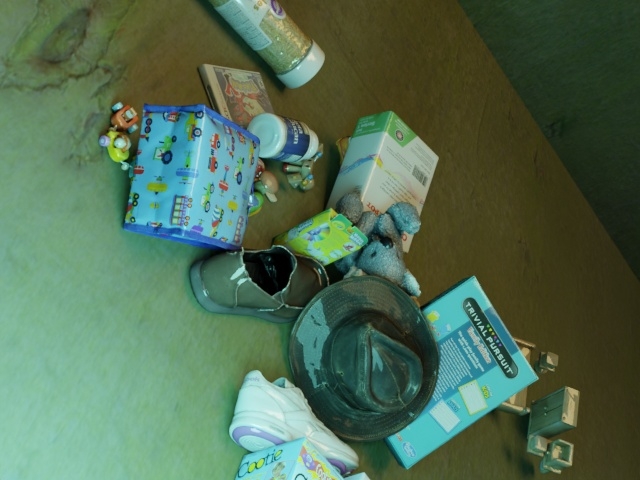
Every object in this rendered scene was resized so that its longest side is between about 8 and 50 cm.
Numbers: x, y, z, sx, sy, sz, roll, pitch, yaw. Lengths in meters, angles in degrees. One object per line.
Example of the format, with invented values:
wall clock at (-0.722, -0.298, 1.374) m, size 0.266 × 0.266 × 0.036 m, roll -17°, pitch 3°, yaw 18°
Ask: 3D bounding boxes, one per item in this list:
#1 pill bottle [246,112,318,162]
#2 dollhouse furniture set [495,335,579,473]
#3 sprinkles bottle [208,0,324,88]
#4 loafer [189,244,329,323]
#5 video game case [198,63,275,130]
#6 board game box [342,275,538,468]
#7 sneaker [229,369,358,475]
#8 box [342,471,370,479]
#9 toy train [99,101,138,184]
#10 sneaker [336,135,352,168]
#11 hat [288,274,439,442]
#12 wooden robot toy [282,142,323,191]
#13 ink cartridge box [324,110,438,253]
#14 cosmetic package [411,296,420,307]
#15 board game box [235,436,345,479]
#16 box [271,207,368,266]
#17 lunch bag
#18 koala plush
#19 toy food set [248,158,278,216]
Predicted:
pill bottle at (-0.076, -0.215, 1.958) m, size 0.169 × 0.094 × 0.094 m, roll 2°, pitch 66°, yaw -60°
dollhouse furniture set at (0.482, 0.428, 2.442) m, size 0.355 × 0.174 × 0.303 m, roll 21°, pitch 58°, yaw -11°
sprinkles bottle at (-0.142, -0.504, 2.084) m, size 0.355 × 0.121 × 0.121 m, roll 44°, pitch 36°, yaw -30°
loafer at (-0.082, 0.080, 1.740) m, size 0.366 × 0.130 × 0.134 m, roll 1°, pitch 68°, yaw -57°
video game case at (-0.165, -0.287, 1.985) m, size 0.201 × 0.023 × 0.183 m, roll -6°, pitch 74°, yaw -58°
board game box at (0.240, 0.270, 1.907) m, size 0.254 × 0.336 × 0.079 m, roll 58°, pitch -11°, yaw 1°
sneaker at (-0.031, 0.332, 1.649) m, size 0.305 × 0.114 × 0.152 m, roll 38°, pitch 41°, yaw -38°
box at (0.072, 0.589, 1.614) m, size 0.262 × 0.126 × 0.231 m, roll 54°, pitch 34°, yaw -16°
toy train at (-0.323, -0.168, 1.635) m, size 0.166 × 0.046 × 0.125 m, roll 57°, pitch 32°, yaw -11°
sneaker at (0.084, -0.169, 2.247) m, size 0.064 × 0.067 × 0.175 m, roll -19°, pitch 101°, yaw -42°
hat at (0.102, 0.235, 1.761) m, size 0.331 × 0.331 × 0.134 m, roll 59°, pitch -13°, yaw -9°
wooden robot toy at (-0.040, -0.149, 2.060) m, size 0.173 × 0.076 × 0.079 m, roll -70°, pitch 162°, yaw -51°
ink cartridge box at (0.147, -0.131, 2.175) m, size 0.201 × 0.117 × 0.278 m, roll 39°, pitch 61°, yaw -36°
cosmetic package at (0.186, 0.267, 2.033) m, size 0.160 × 0.113 × 0.310 m, roll -20°, pitch 86°, yaw -59°
board game box at (-0.070, 0.475, 1.459) m, size 0.142 × 0.144 × 0.275 m, roll 51°, pitch 34°, yaw -23°
box at (0.000, 0.000, 1.876) m, size 0.105 × 0.179 × 0.043 m, roll 42°, pitch 38°, yaw -34°
lunch bag at (-0.192, -0.099, 1.644) m, size 0.293 × 0.138 × 0.221 m, roll 17°, pitch 80°, yaw -60°
koala plush at (0.122, 0.044, 1.971) m, size 0.196 × 0.203 × 0.221 m, roll 7°, pitch 33°, yaw -19°
toy food set at (-0.142, -0.119, 1.851) m, size 0.128 × 0.071 × 0.218 m, roll 63°, pitch 30°, yaw -3°
